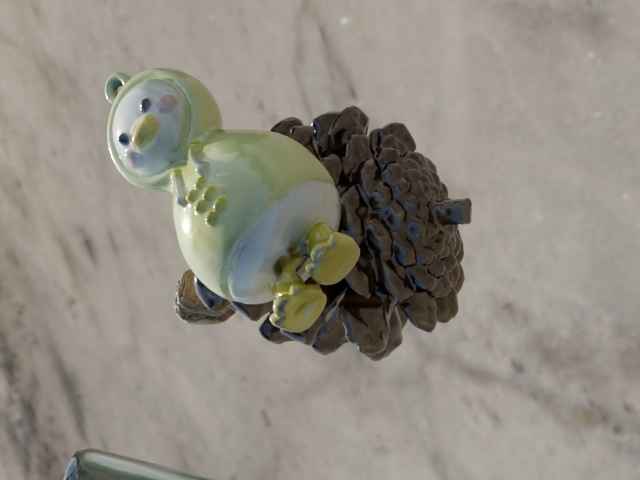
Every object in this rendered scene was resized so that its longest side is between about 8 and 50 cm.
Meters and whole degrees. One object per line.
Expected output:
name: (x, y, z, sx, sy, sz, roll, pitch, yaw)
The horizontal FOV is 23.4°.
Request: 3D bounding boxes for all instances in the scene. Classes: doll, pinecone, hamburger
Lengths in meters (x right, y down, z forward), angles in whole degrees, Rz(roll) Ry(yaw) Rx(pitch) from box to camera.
doll: (-0.089, -0.048, 1.270, 0.296, 0.117, 0.141, 39, 112, 23)
pinecone: (0.000, 0.000, 1.439, 0.309, 0.244, 0.244, -14, 98, 43)
hamburger: (-0.146, 0.073, 1.978, 0.044, 0.083, 0.076, 92, -172, -55)

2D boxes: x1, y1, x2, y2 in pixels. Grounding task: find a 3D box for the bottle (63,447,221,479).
bottle: (-0.095, 0.238, 1.309, 0.096, 0.253, 0.079, 100, -174, -64)
